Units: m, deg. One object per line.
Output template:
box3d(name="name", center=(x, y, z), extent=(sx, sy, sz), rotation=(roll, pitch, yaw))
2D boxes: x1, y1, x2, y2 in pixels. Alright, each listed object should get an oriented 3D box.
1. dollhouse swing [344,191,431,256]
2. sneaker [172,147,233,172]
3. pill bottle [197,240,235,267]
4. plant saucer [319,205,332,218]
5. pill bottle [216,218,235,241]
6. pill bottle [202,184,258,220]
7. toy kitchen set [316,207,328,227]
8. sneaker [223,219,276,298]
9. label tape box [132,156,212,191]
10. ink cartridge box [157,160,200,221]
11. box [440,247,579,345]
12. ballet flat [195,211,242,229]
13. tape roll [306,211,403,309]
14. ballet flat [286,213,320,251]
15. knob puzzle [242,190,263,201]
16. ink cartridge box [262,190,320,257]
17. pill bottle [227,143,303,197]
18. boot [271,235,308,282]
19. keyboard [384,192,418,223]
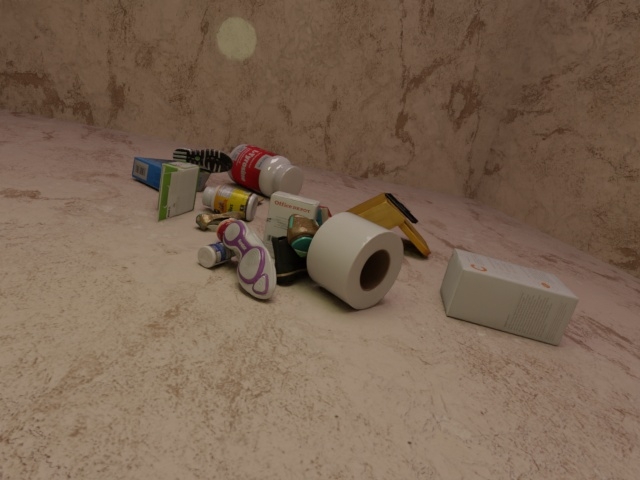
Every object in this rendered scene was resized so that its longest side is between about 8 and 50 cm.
box3d(name="dollhouse swing", center=(0.284, -0.032, 1.968), extent=(0.315, 0.305, 0.347), rotation=(-26, 9, 12))
box3d(name="sneaker", center=(-0.574, -0.409, 2.134), extent=(0.281, 0.106, 0.162), rotation=(10, 13, -15))
box3d(name="pill bottle", center=(-0.311, 0.039, 1.324), extent=(0.067, 0.067, 0.120), rotation=(21, 19, 23))
box3d(name="plant saucer", center=(-0.056, -0.134, 2.085), extent=(0.259, 0.048, 0.258), rotation=(11, 18, -10))
box3d(name="pill bottle", center=(-0.282, -0.010, 1.465), extent=(0.086, 0.086, 0.152), rotation=(-3, 24, -42))
box3d(name="pill bottle", center=(-0.379, -0.162, 1.817), extent=(0.215, 0.117, 0.117), rotation=(14, 17, 5))
box3d(name="toy kitchen set", center=(0.006, -0.057, 1.594), extent=(0.166, 0.122, 0.207), rotation=(-9, 7, -40))
box3d(name="sneaker", center=(-0.179, 0.060, 1.268), extent=(0.152, 0.114, 0.305), rotation=(44, 10, -45))
box3d(name="label tape box", center=(-0.689, -0.318, 2.096), extent=(0.240, 0.106, 0.333), rotation=(24, 18, 31))
box3d(name="ink cartridge box", center=(-0.575, -0.194, 1.654), extent=(0.097, 0.189, 0.255), rotation=(17, 18, 10))
box3d(name="box", center=(0.586, 0.172, 1.392), extent=(0.345, 0.168, 0.215), rotation=(15, 18, 5))
box3d(name="ballet flat", center=(-0.375, -0.067, 1.642), extent=(0.206, 0.073, 0.067), rotation=(-10, 56, -46))
box3d(name="tape roll", center=(0.103, 0.057, 1.274), extent=(0.246, 0.246, 0.169), rotation=(-5, 25, -45))
box3d(name="ballet flat", center=(0.000, 0.000, 1.382), extent=(0.342, 0.116, 0.124), rotation=(28, 41, -52))
box3d(name="knob puzzle", center=(-0.371, -0.205, 2.103), extent=(0.213, 0.030, 0.213), rotation=(11, 17, -4))
box3d(name="ink cartridge box", center=(-0.102, -0.044, 1.479), extent=(0.160, 0.219, 0.092), rotation=(15, 18, 6))
box3d(name="pill bottle", center=(-0.294, -0.363, 2.319), extent=(0.407, 0.229, 0.229), rotation=(25, 21, 35))
box3d(name="boot", center=(-0.083, 0.039, 1.348), extent=(0.076, 0.137, 0.198), rotation=(-4, 10, 21))
box3d(name="keyboard", center=(0.353, -0.140, 1.886), extent=(0.180, 0.023, 0.108), rotation=(48, 22, 14))
